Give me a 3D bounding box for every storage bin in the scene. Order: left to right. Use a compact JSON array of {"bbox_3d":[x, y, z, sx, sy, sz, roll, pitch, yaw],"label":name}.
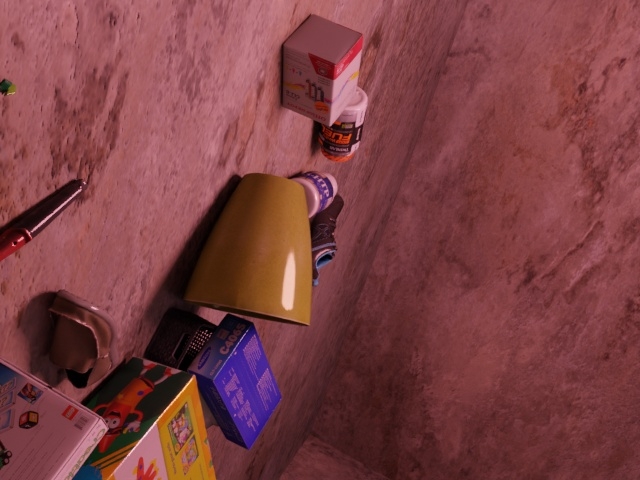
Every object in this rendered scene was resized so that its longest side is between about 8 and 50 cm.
[{"bbox_3d":[-0.297,0.228,1.521,0.122,0.084,0.180,-63,165,-6],"label":"storage bin"}]

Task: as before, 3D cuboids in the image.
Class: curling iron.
[{"bbox_3d":[-0.390,-0.011,0.871,0.274,0.035,0.068,-47,158,-49],"label":"curling iron"}]

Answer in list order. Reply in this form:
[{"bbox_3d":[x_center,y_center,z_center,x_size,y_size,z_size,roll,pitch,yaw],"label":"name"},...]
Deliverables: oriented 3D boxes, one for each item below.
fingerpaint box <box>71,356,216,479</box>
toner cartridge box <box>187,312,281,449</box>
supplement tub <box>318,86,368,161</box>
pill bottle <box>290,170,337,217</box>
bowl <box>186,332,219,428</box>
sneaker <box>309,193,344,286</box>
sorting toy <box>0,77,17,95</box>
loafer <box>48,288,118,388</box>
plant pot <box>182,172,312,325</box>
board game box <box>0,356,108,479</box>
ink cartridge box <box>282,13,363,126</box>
[{"bbox_3d":[-0.376,0.519,1.330,0.371,0.163,0.444,-52,146,-48],"label":"fingerpaint box"},{"bbox_3d":[-0.192,0.340,1.616,0.165,0.075,0.347,-57,152,-33],"label":"toner cartridge box"},{"bbox_3d":[0.055,-0.305,1.797,0.117,0.117,0.190,-53,161,-37],"label":"supplement tub"},{"bbox_3d":[-0.026,-0.126,1.824,0.187,0.112,0.112,-36,149,-63],"label":"pill bottle"},{"bbox_3d":[-0.281,0.378,1.738,0.298,0.134,0.298,-56,163,-27],"label":"bowl"},{"bbox_3d":[0.000,0.000,2.081,0.340,0.140,0.125,-58,163,-29],"label":"sneaker"},{"bbox_3d":[-0.365,-0.162,0.745,0.083,0.012,0.062,-52,161,-40],"label":"sorting toy"},{"bbox_3d":[-0.381,0.168,1.093,0.251,0.094,0.087,96,20,-54],"label":"loafer"},{"bbox_3d":[-0.130,0.014,1.475,0.275,0.275,0.293,50,50,-75],"label":"plant pot"},{"bbox_3d":[-0.454,0.322,0.898,0.305,0.193,0.053,-56,163,-29],"label":"board game box"},{"bbox_3d":[0.002,-0.364,1.479,0.127,0.128,0.176,-55,163,-32],"label":"ink cartridge box"}]
